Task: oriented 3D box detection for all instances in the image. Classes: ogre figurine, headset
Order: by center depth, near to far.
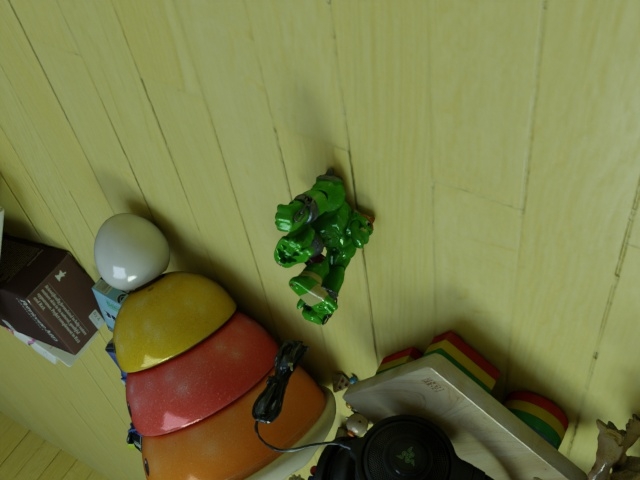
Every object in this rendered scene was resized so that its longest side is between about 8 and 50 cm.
[{"bbox_3d":[0.000,0.000,0.944,0.097,0.118,0.197,1,137,40],"label":"ogre figurine"},{"bbox_3d":[0.087,0.296,1.111,0.394,0.185,0.243,30,146,-13],"label":"headset"}]

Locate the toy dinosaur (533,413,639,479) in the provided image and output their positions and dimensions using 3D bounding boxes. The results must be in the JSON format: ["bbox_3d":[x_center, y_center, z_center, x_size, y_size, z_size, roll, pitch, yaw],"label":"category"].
[{"bbox_3d":[0.349,0.321,0.941,0.127,0.296,0.200,42,120,43],"label":"toy dinosaur"}]

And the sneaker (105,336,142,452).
[{"bbox_3d":[-0.375,0.367,1.804,0.127,0.182,0.315,-3,133,46],"label":"sneaker"}]

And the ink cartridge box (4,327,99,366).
[{"bbox_3d":[-0.638,0.210,1.919,0.198,0.115,0.067,36,150,0],"label":"ink cartridge box"}]

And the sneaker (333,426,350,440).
[{"bbox_3d":[0.062,0.407,1.541,0.071,0.066,0.188,10,151,10],"label":"sneaker"}]

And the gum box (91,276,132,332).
[{"bbox_3d":[-0.378,0.164,1.656,0.157,0.041,0.184,28,151,14],"label":"gum box"}]

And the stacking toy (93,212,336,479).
[{"bbox_3d":[-0.221,0.171,1.322,0.350,0.350,0.480,-16,104,55],"label":"stacking toy"}]

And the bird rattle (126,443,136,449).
[{"bbox_3d":[-0.372,0.523,2.137,0.253,0.143,0.207,27,164,-10],"label":"bird rattle"}]

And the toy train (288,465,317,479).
[{"bbox_3d":[0.035,0.508,1.602,0.143,0.105,0.248,3,162,27],"label":"toy train"}]

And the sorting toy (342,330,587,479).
[{"bbox_3d":[0.199,0.239,1.110,0.255,0.089,0.257,40,150,-7],"label":"sorting toy"}]

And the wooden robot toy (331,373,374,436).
[{"bbox_3d":[0.073,0.296,1.334,0.173,0.079,0.076,36,151,1],"label":"wooden robot toy"}]

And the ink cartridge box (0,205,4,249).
[{"bbox_3d":[-0.779,0.029,1.580,0.285,0.166,0.395,38,130,19],"label":"ink cartridge box"}]

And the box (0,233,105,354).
[{"bbox_3d":[-0.651,0.102,1.757,0.381,0.143,0.191,10,141,36],"label":"box"}]
